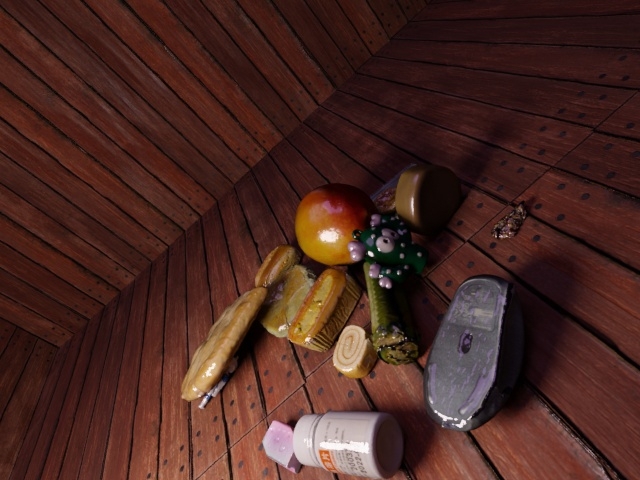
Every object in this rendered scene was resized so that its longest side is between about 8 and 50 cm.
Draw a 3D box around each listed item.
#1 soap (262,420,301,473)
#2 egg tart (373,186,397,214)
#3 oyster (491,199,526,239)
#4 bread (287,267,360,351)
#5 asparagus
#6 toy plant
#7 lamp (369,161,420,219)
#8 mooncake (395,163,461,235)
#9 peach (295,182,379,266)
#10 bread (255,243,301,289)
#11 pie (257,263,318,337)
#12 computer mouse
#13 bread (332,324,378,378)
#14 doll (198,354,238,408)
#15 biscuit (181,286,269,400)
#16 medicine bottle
[{"bbox_3d":[-0.102,0.577,1.207,0.149,0.056,0.100,-1,49,49],"label":"soap"},{"bbox_3d":[0.248,-0.137,1.566,0.130,0.052,0.130,-30,34,24],"label":"egg tart"},{"bbox_3d":[0.542,-0.058,1.231,0.086,0.029,0.132,-5,50,48],"label":"oyster"},{"bbox_3d":[0.012,0.234,1.430,0.153,0.119,0.288,0,52,55],"label":"bread"},{"bbox_3d":[0.202,0.189,1.265,0.129,0.108,0.381,-14,35,9],"label":"asparagus"},{"bbox_3d":[0.206,0.026,1.311,0.233,0.112,0.243,-32,65,-32],"label":"toy plant"},{"bbox_3d":[0.308,-0.166,1.628,0.269,0.047,0.266,-38,31,12],"label":"lamp"},{"bbox_3d":[0.339,-0.144,1.389,0.234,0.235,0.117,-50,32,-9],"label":"mooncake"},{"bbox_3d":[0.066,-0.058,1.540,0.333,0.308,0.307,-16,40,51],"label":"peach"},{"bbox_3d":[-0.184,0.123,1.811,0.140,0.106,0.236,-2,51,47],"label":"bread"},{"bbox_3d":[-0.118,0.228,1.617,0.307,0.071,0.306,-26,40,24],"label":"pie"},{"bbox_3d":[0.360,0.257,0.985,0.203,0.114,0.373,4,63,49],"label":"computer mouse"},{"bbox_3d":[0.108,0.328,1.250,0.122,0.073,0.149,-3,52,42],"label":"bread"},{"bbox_3d":[-0.380,0.525,1.608,0.227,0.057,0.114,-51,23,7],"label":"doll"},{"bbox_3d":[-0.390,0.393,1.619,0.429,0.104,0.446,-30,27,59],"label":"biscuit"},{"bbox_3d":[0.062,0.487,1.034,0.252,0.144,0.144,-14,42,39],"label":"medicine bottle"}]
